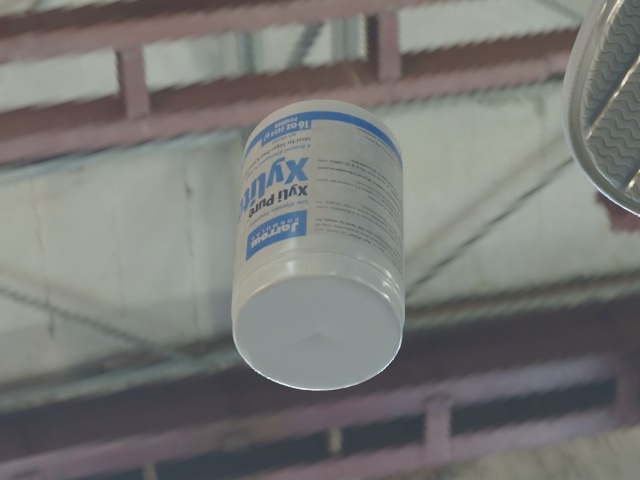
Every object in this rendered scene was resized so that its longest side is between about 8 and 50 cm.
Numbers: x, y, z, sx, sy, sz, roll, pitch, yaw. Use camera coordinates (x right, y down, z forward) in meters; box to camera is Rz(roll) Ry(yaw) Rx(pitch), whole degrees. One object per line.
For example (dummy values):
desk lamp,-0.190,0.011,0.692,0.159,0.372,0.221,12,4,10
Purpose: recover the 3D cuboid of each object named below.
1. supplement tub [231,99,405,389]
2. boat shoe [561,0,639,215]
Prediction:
supplement tub,0.000,0.000,0.811,0.071,0.107,0.071,1,-47,1
boat shoe,0.198,-0.131,0.670,0.109,0.094,0.302,41,-78,-3
